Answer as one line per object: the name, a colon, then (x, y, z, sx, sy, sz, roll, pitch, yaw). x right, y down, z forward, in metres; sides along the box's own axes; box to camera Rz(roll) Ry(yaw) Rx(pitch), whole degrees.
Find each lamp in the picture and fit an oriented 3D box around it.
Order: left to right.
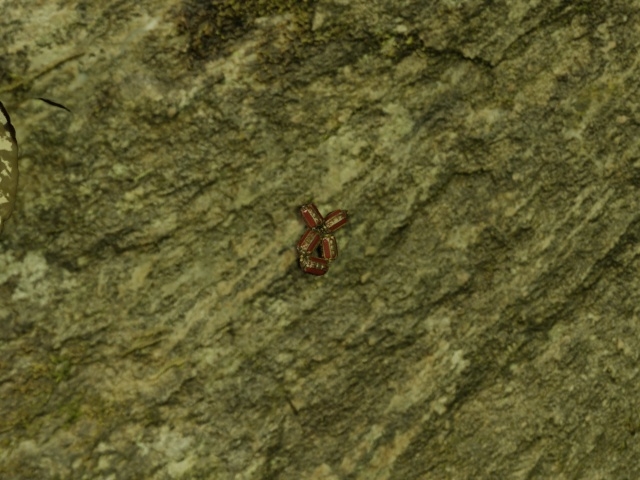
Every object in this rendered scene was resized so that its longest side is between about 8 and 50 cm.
lamp: (0.000, 0.000, 1.678, 0.063, 0.031, 0.083, 10, 82, -25)

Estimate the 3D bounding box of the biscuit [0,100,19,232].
biscuit: (-0.381, -0.103, 1.485, 0.133, 0.032, 0.250, -31, 98, -27)
